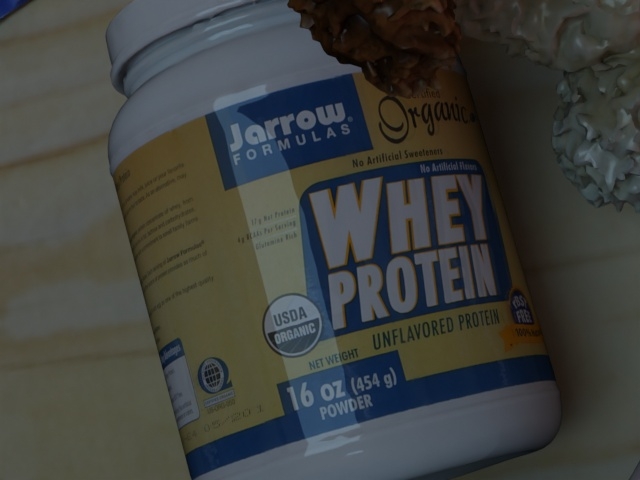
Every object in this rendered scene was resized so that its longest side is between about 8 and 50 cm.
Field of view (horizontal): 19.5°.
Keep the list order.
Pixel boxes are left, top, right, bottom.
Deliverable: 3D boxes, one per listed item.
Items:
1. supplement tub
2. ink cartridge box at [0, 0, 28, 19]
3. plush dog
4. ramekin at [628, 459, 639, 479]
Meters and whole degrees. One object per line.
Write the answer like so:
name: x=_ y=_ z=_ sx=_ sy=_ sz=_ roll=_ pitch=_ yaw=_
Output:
supplement tub: x=0.000 y=0.000 z=0.718 sx=0.144 sy=0.144 sz=0.200 roll=-20 pitch=80 yaw=24
ink cartridge box: x=-0.307 y=-0.105 z=0.920 sx=0.332 sy=0.065 sz=0.165 roll=-32 pitch=74 yaw=20
plush dog: x=0.073 y=-0.160 z=0.644 sx=0.210 sy=0.225 sz=0.262 roll=27 pitch=100 yaw=24
ramekin: x=0.214 y=0.129 z=0.548 sx=0.277 sy=0.135 sz=0.277 roll=3 pitch=76 yaw=-14
